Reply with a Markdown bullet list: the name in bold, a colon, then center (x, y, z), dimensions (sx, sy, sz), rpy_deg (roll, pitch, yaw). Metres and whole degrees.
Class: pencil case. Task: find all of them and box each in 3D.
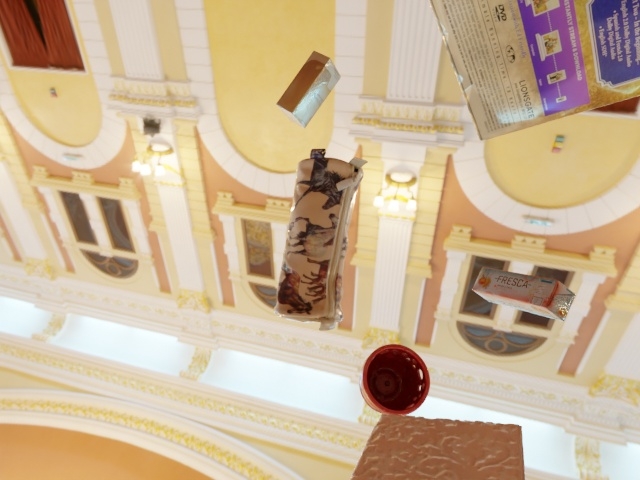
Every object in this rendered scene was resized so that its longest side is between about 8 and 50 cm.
- **pencil case**: center (0.000, 0.000, 1.020), dimensions (0.160, 0.410, 0.183), rpy_deg (14, 168, -28)

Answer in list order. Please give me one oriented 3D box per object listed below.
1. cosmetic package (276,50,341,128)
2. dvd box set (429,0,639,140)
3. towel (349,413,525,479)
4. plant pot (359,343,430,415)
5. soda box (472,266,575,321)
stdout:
- **cosmetic package**: center (-0.020, -0.262, 0.756), dimensions (0.041, 0.115, 0.060), rpy_deg (36, -178, 27)
- **dvd box set**: center (0.293, -0.269, 0.332), dimensions (0.420, 0.307, 0.062), rpy_deg (-13, -137, 32)
- **towel**: center (0.230, 0.475, 0.866), dimensions (0.332, 0.053, 0.317), rpy_deg (-7, -166, 27)
- **plant pot**: center (0.202, 0.410, 1.259), dimensions (0.191, 0.174, 0.191), rpy_deg (2, -113, -5)
- **soda box**: center (0.392, 0.101, 0.850), dimensions (0.063, 0.058, 0.183), rpy_deg (32, 172, -23)
